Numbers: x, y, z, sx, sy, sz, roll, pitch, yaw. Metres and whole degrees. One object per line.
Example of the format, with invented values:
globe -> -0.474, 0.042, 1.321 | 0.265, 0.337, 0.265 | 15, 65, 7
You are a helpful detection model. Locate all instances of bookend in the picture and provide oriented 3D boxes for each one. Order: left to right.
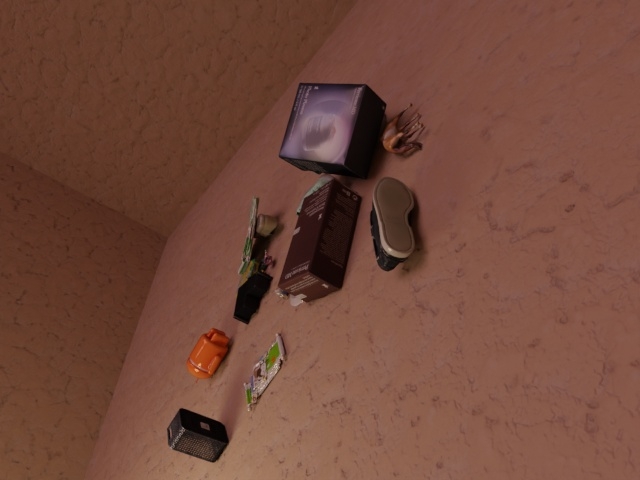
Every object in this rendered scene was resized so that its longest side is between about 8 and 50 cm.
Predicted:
bookend -> -0.272, 0.229, 2.057 | 0.157, 0.072, 0.156 | -41, 31, 33

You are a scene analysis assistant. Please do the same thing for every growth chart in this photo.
growth chart -> -0.190, 0.439, 1.726 | 0.237, 0.021, 0.172 | -56, 23, 4

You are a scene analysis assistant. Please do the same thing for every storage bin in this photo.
storage bin -> -0.412, 0.653, 1.707 | 0.084, 0.180, 0.122 | -59, 24, 3

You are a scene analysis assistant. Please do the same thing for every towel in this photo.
towel -> -0.334, -0.019, 2.359 | 0.248, 0.038, 0.324 | 126, 152, -68

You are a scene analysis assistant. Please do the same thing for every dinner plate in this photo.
dinner plate -> -0.074, 0.169, 1.818 | 0.141, 0.017, 0.141 | -45, 27, 31

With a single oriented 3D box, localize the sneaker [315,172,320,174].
sneaker -> -0.004, -0.420, 2.228 | 0.139, 0.125, 0.340 | -51, 23, 29

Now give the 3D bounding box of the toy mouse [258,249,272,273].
toy mouse -> -0.234, 0.102, 2.166 | 0.161, 0.031, 0.143 | -49, 25, 45

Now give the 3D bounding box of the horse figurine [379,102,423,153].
horse figurine -> 0.265, -0.357, 1.715 | 0.174, 0.066, 0.263 | -40, 27, 24

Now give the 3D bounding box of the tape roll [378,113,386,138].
tape roll -> 0.158, -0.427, 1.989 | 0.219, 0.072, 0.219 | -44, 27, 30

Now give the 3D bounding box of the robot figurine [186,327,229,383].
robot figurine -> -0.464, 0.470, 2.082 | 0.219, 0.158, 0.128 | -59, -16, 0

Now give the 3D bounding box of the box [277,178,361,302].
box -> 0.000, 0.000, 1.725 | 0.191, 0.143, 0.381 | -29, 40, 48

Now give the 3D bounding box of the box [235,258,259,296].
box -> -0.314, 0.165, 2.206 | 0.179, 0.043, 0.105 | 125, 160, -46

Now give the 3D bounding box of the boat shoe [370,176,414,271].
boat shoe -> 0.196, -0.048, 1.434 | 0.339, 0.127, 0.113 | -92, 17, -47

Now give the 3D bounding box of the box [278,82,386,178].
box -> 0.043, -0.401, 1.843 | 0.294, 0.183, 0.296 | 13, 86, 33

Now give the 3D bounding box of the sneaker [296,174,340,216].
sneaker -> -0.010, -0.153, 1.964 | 0.151, 0.094, 0.256 | -63, 14, -23

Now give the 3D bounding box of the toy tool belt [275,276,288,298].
toy tool belt -> -0.129, 0.175, 1.888 | 0.051, 0.052, 0.083 | 9, 70, 31

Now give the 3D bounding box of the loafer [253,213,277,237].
loafer -> -0.255, -0.058, 2.337 | 0.268, 0.092, 0.101 | 156, 123, -77
